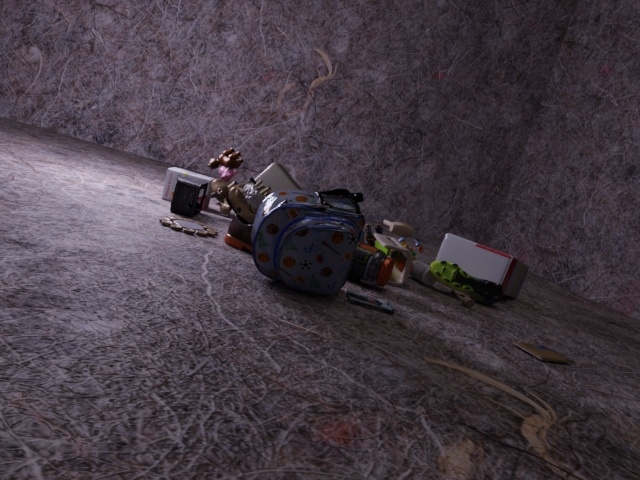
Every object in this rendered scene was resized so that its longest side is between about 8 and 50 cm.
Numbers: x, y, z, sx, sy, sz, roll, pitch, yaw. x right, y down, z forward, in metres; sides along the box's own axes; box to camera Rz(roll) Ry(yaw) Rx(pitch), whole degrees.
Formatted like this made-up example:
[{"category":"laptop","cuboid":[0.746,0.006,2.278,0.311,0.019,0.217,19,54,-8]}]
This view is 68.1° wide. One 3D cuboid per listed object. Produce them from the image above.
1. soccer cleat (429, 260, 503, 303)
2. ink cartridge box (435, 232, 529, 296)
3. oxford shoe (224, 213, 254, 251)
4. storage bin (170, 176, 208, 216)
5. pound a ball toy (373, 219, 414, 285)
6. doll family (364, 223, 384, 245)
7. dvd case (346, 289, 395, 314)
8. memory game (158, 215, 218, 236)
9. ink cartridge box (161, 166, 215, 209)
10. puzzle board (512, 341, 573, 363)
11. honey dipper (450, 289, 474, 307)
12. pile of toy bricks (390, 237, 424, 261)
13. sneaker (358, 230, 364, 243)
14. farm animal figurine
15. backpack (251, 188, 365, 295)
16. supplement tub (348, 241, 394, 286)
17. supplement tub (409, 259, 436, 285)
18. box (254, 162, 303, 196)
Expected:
[{"category":"soccer cleat","cuboid":[0.518,0.161,1.723,0.289,0.094,0.121,22,-23,-5]},{"category":"ink cartridge box","cuboid":[0.682,0.113,1.984,0.279,0.161,0.384,23,4,34]},{"category":"oxford shoe","cuboid":[-0.160,-0.002,1.405,0.271,0.099,0.097,19,9,16]},{"category":"storage bin","cuboid":[-0.479,-0.162,1.734,0.084,0.122,0.180,16,8,-6]},{"category":"pound a ball toy","cuboid":[0.261,0.031,1.652,0.135,0.208,0.319,16,8,-3]},{"category":"doll family","cuboid":[0.278,-0.022,2.386,0.192,0.112,0.076,-6,-12,-40]},{"category":"dvd case","cuboid":[0.128,0.159,1.227,0.119,0.013,0.087,17,8,-4]},{"category":"memory game","cuboid":[-0.412,-0.045,1.485,0.186,0.012,0.186,17,9,-3]},{"category":"ink cartridge box","cuboid":[-0.535,-0.212,1.926,0.176,0.128,0.127,15,9,-6]},{"category":"puzzle board","cuboid":[0.583,0.296,1.245,0.128,0.011,0.096,13,8,-28]},{"category":"honey dipper","cuboid":[0.485,0.197,1.634,0.030,0.031,0.161,16,6,-7]},{"category":"pile of toy bricks","cuboid":[0.408,0.065,2.142,0.212,0.118,0.105,20,35,-53]},{"category":"sneaker","cuboid":[0.143,-0.021,2.031,0.104,0.125,0.262,15,9,-13]},{"category":"farm animal figurine","cuboid":[-0.340,-0.177,1.856,0.327,0.172,0.330,46,-19,15]},{"category":"backpack","cuboid":[-0.040,0.003,1.178,0.263,0.277,0.213,12,22,-9]},{"category":"supplement tub","cuboid":[0.121,0.067,1.454,0.190,0.117,0.117,21,9,22]},{"category":"supplement tub","cuboid":[0.383,0.121,1.774,0.070,0.071,0.107,13,9,-26]},{"category":"box","cuboid":[-0.119,-0.159,1.922,0.311,0.121,0.148,50,9,-1]}]
